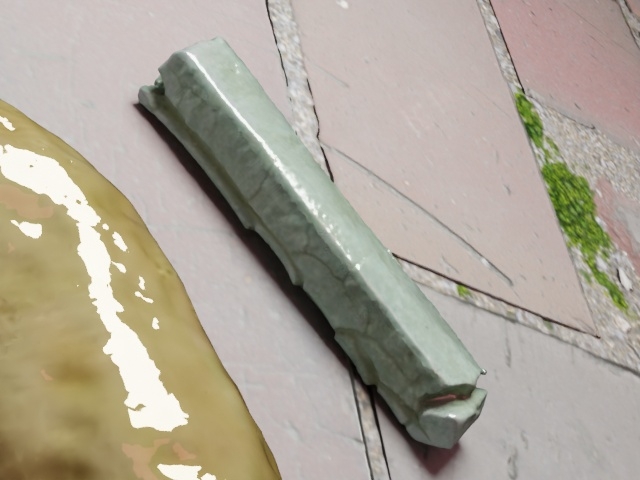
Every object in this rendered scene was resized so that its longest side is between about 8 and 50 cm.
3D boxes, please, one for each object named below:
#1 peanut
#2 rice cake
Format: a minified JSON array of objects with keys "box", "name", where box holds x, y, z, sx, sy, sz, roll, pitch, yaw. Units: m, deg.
[{"box":[-0.147,0.067,0.609,0.192,0.169,0.387,-21,63,-25],"name":"peanut"},{"box":[0.000,0.000,0.945,0.336,0.063,0.066,51,35,7],"name":"rice cake"}]
